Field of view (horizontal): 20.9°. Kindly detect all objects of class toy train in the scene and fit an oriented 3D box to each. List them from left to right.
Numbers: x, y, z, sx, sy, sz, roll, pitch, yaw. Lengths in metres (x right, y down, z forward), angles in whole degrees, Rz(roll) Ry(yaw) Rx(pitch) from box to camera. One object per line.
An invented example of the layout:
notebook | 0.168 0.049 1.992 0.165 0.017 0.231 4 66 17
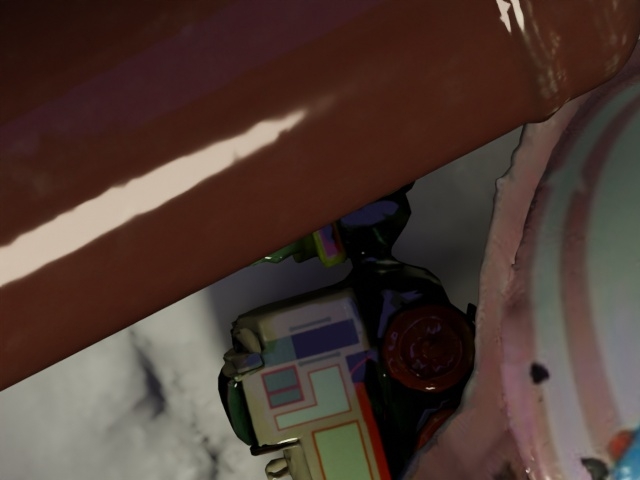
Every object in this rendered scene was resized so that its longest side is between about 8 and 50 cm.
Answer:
toy train | 0.000 0.000 0.501 0.085 0.053 0.249 -19 96 -2

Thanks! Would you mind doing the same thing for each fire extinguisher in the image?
fire extinguisher | -0.025 -0.071 0.418 0.337 0.106 0.147 -28 87 -1

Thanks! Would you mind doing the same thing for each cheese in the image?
cheese | 0.083 0.055 0.466 0.286 0.074 0.189 -41 112 -38
